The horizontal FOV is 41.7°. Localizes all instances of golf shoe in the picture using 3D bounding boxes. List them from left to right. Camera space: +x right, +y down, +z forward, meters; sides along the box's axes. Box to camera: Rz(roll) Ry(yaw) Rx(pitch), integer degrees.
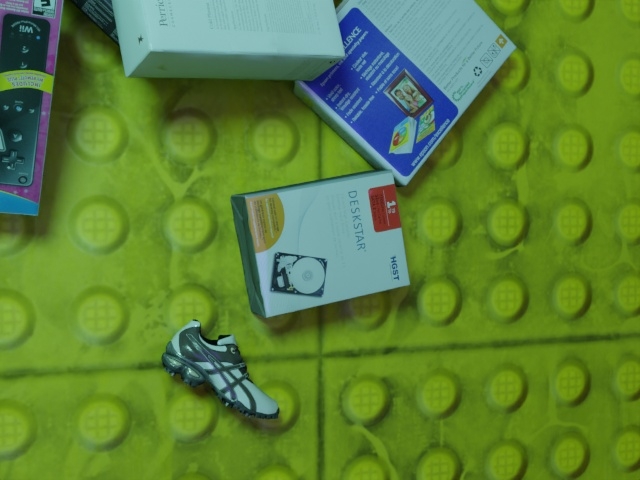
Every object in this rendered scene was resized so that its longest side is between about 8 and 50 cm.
[{"bbox_3d":[-0.130,0.189,1.222,0.198,0.077,0.094,34,81,-19],"label":"golf shoe"}]

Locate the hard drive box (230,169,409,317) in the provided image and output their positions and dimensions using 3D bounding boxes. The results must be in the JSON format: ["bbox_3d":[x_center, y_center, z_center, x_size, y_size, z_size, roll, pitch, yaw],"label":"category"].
[{"bbox_3d":[0.000,0.000,1.255,0.232,0.089,0.181,-12,97,-19],"label":"hard drive box"}]

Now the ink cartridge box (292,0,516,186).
[{"bbox_3d":[0.107,-0.294,1.296,0.307,0.072,0.303,42,79,-14],"label":"ink cartridge box"}]

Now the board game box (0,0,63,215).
[{"bbox_3d":[-0.440,-0.192,1.020,0.224,0.097,0.303,4,117,-23],"label":"board game box"}]

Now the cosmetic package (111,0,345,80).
[{"bbox_3d":[-0.142,-0.403,1.110,0.284,0.097,0.377,-5,80,-36],"label":"cosmetic package"}]

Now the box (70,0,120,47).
[{"bbox_3d":[-0.271,-0.402,1.118,0.270,0.060,0.216,43,56,-16],"label":"box"}]
